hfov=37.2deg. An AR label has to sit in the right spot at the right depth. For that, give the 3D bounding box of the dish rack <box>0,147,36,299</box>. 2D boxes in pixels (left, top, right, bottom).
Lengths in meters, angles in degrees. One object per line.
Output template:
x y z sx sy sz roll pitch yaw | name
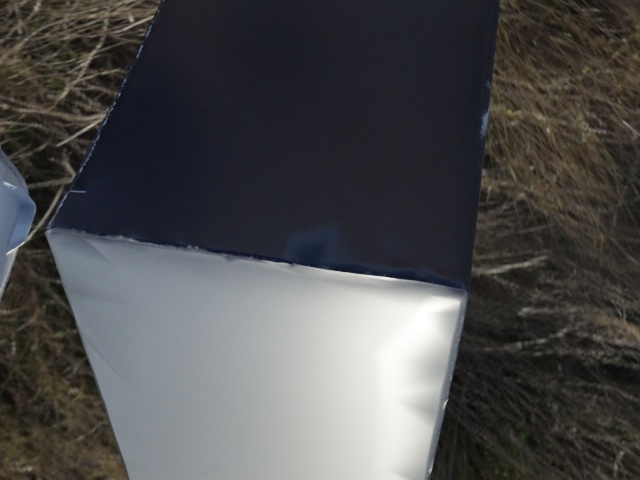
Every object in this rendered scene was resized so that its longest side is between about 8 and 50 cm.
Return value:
-0.332 0.025 0.751 0.072 0.332 0.285 3 152 14 | dish rack

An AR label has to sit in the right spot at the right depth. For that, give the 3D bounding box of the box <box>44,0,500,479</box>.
0.000 0.000 0.596 0.179 0.312 0.343 9 141 7 | box
